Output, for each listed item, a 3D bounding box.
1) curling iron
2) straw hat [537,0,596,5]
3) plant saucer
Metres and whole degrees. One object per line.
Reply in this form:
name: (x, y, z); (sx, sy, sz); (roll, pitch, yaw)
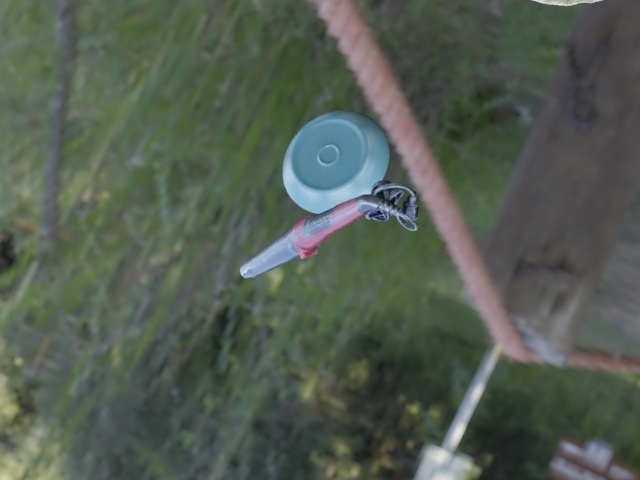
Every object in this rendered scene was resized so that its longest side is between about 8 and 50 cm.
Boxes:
curling iron: (0.000, 0.000, 1.632); (0.068, 0.035, 0.274); (19, 154, -29)
straw hat: (0.152, -0.214, 1.057); (0.144, 0.144, 0.061); (26, -160, -16)
plant saucer: (0.012, -0.086, 1.842); (0.119, 0.119, 0.021); (24, 168, 30)
